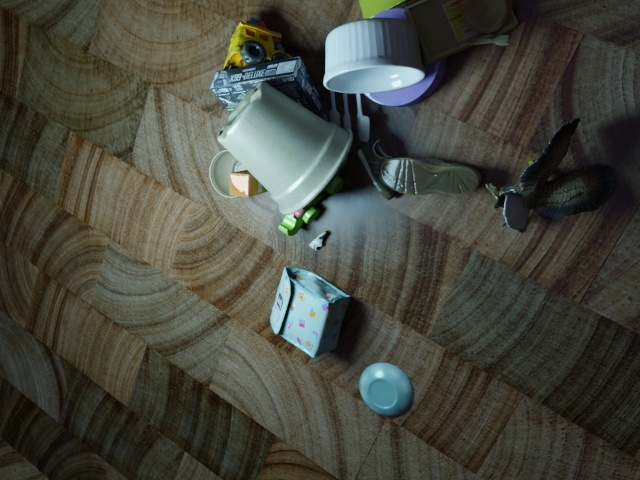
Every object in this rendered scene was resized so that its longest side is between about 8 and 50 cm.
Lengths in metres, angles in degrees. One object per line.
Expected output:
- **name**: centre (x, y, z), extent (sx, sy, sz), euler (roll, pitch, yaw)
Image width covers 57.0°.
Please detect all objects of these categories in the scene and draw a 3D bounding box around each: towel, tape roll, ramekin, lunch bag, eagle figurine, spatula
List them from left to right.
- **lunch bag**: centre (-0.057, 0.233, 2.004), extent (0.262, 0.160, 0.223), euler (28, 114, 31)
- **spatula**: centre (0.083, -0.431, 1.830), extent (0.168, 0.019, 0.241), euler (22, 126, 47)
- **ramekin**: centre (0.141, -0.500, 1.609), extent (0.277, 0.277, 0.135), euler (-5, 90, 27)
- **towel**: centre (0.217, -0.744, 1.742), extent (0.237, 0.021, 0.102), euler (-15, 88, 38)
- **tape roll**: centre (0.233, -0.539, 1.754), extent (0.275, 0.090, 0.274), euler (5, 102, 26)
- **eagle figurine**: centre (0.609, -0.162, 1.590), extent (0.298, 0.226, 0.225), euler (-27, 67, 32)

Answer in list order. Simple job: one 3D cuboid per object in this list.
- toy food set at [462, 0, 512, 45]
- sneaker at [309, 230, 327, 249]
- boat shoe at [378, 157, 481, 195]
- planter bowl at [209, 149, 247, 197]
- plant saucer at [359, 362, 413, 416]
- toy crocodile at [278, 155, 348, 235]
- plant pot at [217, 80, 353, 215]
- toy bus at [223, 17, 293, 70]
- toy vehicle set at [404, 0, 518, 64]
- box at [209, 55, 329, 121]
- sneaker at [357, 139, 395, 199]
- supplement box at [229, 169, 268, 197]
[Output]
- **toy food set**: centre (0.451, -0.621, 1.597), extent (0.133, 0.038, 0.192), euler (1, 95, 9)
- **sneaker**: centre (0.000, 0.000, 2.004), extent (0.037, 0.032, 0.083), euler (44, 121, -3)
- **boat shoe**: centre (0.327, -0.194, 1.767), extent (0.302, 0.098, 0.109), euler (7, 107, 21)
- **planter bowl**: centre (-0.287, -0.235, 2.052), extent (0.162, 0.109, 0.162), euler (5, 103, 25)
- **plant saucer**: centre (0.215, 0.511, 1.989), extent (0.195, 0.037, 0.194), euler (5, 101, 24)
- **toy crocodile**: centre (-0.028, -0.159, 1.942), extent (0.115, 0.105, 0.340), euler (45, 114, 12)
- **plant pot**: centre (-0.125, -0.299, 1.774), extent (0.305, 0.333, 0.334), euler (38, 118, -21)
- **toy bus**: centre (-0.188, -0.619, 1.908), extent (0.149, 0.220, 0.211), euler (148, 130, -60)
- **toy vehicle set**: centre (0.387, -0.616, 1.632), extent (0.267, 0.035, 0.165), euler (-22, 89, 2)
- **box**: centre (-0.156, -0.449, 1.880), extent (0.308, 0.242, 0.076), euler (-2, 60, 27)
- **sneaker**: centre (0.195, -0.227, 1.843), extent (0.086, 0.064, 0.192), euler (-35, 80, 32)
- **supplement box**: centre (-0.206, -0.198, 1.949), extent (0.078, 0.233, 0.080), euler (8, 108, 25)
